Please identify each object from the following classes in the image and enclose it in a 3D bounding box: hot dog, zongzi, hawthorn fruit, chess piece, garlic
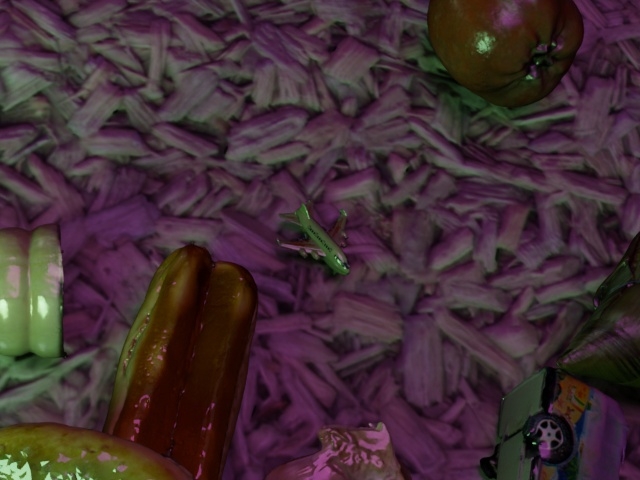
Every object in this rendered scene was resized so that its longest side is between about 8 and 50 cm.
[{"bbox_3d":[-0.147,0.147,1.289,0.135,0.100,0.337,20,55,-14],"label":"hot dog"},{"bbox_3d":[0.419,0.143,1.398,0.286,0.138,0.300,35,36,18],"label":"zongzi"},{"bbox_3d":[0.221,-0.291,1.645,0.199,0.199,0.251,-20,41,-27],"label":"hawthorn fruit"},{"bbox_3d":[-0.389,0.054,1.257,0.260,0.143,0.143,-1,58,-13],"label":"chess piece"},{"bbox_3d":[0.023,0.257,1.279,0.174,0.099,0.124,-1,71,-15],"label":"garlic"}]

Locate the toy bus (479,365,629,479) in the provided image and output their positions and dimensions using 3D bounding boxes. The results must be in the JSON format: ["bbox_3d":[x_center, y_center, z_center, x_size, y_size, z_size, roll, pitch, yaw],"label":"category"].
[{"bbox_3d":[0.241,0.298,1.309,0.138,0.112,0.317,24,55,-14],"label":"toy bus"}]

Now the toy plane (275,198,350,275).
[{"bbox_3d":[0.000,0.000,1.462,0.102,0.040,0.111,-26,70,-28],"label":"toy plane"}]

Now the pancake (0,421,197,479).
[{"bbox_3d":[-0.243,0.343,1.052,0.386,0.082,0.387,-1,79,4],"label":"pancake"}]
